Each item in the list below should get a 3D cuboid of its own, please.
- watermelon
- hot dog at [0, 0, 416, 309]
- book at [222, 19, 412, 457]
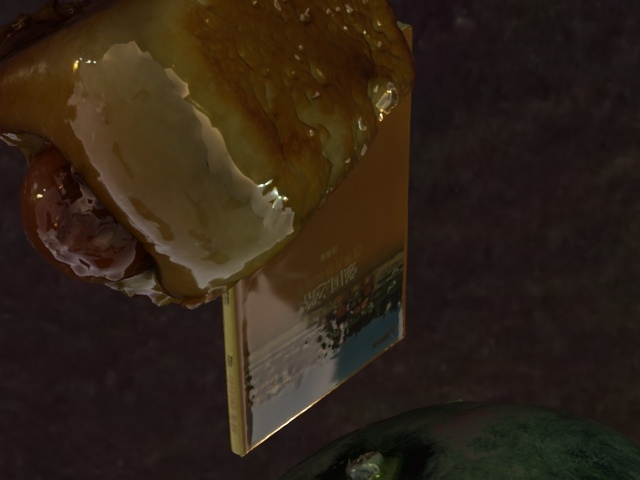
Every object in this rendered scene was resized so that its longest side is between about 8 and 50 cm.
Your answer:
[{"bbox_3d":[0.056,0.153,0.800,0.322,0.188,0.175,-17,128,25],"label":"watermelon"},{"bbox_3d":[-0.063,-0.060,0.650,0.153,0.256,0.150,-26,103,27],"label":"hot dog"},{"bbox_3d":[0.000,0.000,1.378,0.028,0.262,0.374,24,129,33],"label":"book"}]
